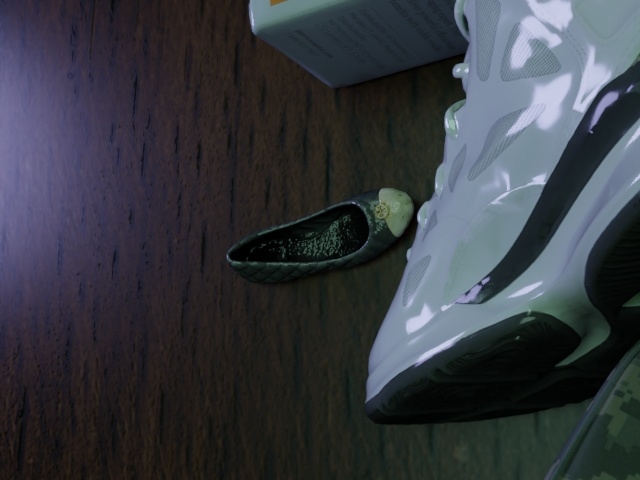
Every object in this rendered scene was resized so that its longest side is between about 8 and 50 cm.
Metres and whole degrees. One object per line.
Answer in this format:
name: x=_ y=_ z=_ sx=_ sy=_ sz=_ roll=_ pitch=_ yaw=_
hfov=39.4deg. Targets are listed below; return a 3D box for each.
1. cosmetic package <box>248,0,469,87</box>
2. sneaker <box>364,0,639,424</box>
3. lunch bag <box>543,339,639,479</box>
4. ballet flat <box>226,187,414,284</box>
cosmetic package: x=0.168 y=-0.294 z=0.667 sx=0.453 sy=0.161 sz=0.230 roll=-12 pitch=77 yaw=23
sneaker: x=0.139 y=-0.051 z=0.580 sx=0.447 sy=0.169 sz=0.257 roll=124 pitch=142 yaw=-53
lunch bag: x=0.252 y=0.227 z=0.501 sx=0.305 sy=0.256 sz=0.212 roll=25 pitch=60 yaw=25
ballet flat: x=0.000 y=0.000 z=0.764 sx=0.173 sy=0.049 sz=0.057 roll=-22 pitch=74 yaw=21
